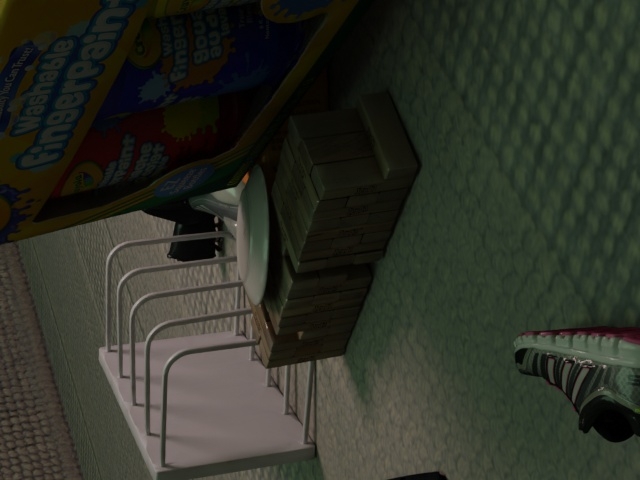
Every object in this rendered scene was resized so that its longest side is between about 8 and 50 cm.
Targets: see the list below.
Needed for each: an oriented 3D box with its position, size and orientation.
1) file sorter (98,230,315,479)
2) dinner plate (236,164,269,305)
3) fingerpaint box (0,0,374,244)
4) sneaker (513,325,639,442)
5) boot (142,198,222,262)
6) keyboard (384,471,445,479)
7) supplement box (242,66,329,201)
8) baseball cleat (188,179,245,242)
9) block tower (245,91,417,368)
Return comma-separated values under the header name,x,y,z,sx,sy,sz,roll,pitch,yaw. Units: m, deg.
name,x,y,z,sx,sy,sz,roll,pitch,yaw
file sorter,-0.139,0.130,1.668,0.278,0.192,0.173,-129,38,-55
dinner plate,-0.069,-0.005,1.390,0.141,0.017,0.141,-178,90,-78
fingerpaint box,-0.170,-0.176,1.187,0.163,0.371,0.445,63,144,16
sneaker,0.182,0.096,0.927,0.170,0.063,0.075,174,93,-66
boot,-0.187,-0.019,1.843,0.045,0.121,0.099,-121,35,-51
keyboard,0.080,0.279,1.345,0.192,0.038,0.100,140,119,-69
supplement box,-0.039,-0.163,1.412,0.080,0.078,0.234,-143,46,-63
baseball cleat,-0.106,-0.029,1.678,0.206,0.072,0.109,172,78,-77
block tower,0.000,0.000,1.354,0.335,0.097,0.091,110,145,-53
